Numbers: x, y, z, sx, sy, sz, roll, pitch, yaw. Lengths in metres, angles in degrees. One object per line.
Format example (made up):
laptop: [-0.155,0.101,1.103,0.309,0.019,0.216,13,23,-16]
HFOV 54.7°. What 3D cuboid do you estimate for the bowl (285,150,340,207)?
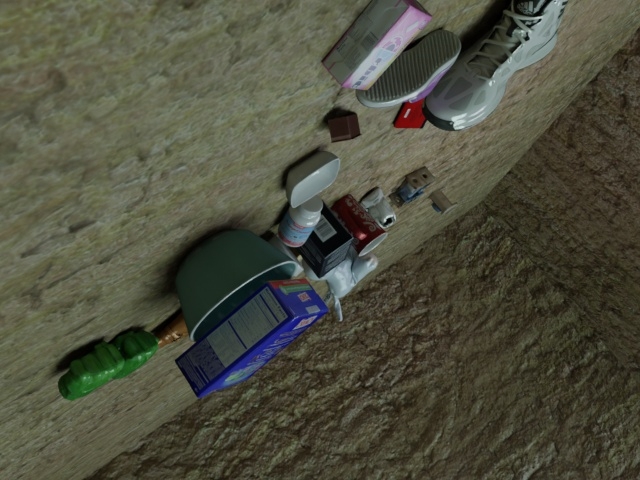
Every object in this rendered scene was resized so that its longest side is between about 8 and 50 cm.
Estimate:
bowl: [-0.026,-0.152,1.465,0.142,0.053,0.142,-35,167,-16]

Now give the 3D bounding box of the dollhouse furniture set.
dollhouse furniture set: [0.370,-0.147,2.251,0.129,0.184,0.129,-27,163,-41]

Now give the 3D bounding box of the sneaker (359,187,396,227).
sneaker: [0.208,-0.089,2.168,0.110,0.118,0.292,-41,168,2]

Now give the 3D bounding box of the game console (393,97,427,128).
game console: [0.259,-0.363,1.601,0.124,0.085,0.144,-2,156,-13]

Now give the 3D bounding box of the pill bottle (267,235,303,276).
pill bottle: [-0.186,0.114,1.717,0.264,0.153,0.153,-38,167,1]

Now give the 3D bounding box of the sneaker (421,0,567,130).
sneaker: [0.404,-0.462,1.419,0.447,0.169,0.257,-43,160,-15]

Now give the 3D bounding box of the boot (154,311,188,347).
boot: [-0.405,0.245,1.759,0.152,0.073,0.197,-29,162,-18]

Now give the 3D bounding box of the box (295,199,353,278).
box: [0.000,0.000,1.832,0.108,0.153,0.207,-35,168,-15]

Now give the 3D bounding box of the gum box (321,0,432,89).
gum box: [0.097,-0.350,1.097,0.188,0.062,0.107,-45,165,27]

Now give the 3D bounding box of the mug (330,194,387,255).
mug: [0.114,-0.058,1.900,0.113,0.169,0.150,-34,166,-15]

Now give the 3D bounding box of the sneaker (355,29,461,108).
sneaker: [0.174,-0.324,1.321,0.282,0.102,0.161,-32,169,-26]

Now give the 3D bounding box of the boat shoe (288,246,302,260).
boat shoe: [-0.098,0.062,1.974,0.170,0.063,0.059,-41,161,8]

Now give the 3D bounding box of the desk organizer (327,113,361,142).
desk organizer: [0.054,-0.247,1.357,0.047,0.050,0.130,-8,-168,15]

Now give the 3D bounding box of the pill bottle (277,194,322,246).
pill bottle: [-0.052,-0.057,1.641,0.087,0.087,0.160,-29,163,-35]

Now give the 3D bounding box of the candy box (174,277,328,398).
candy box: [-0.162,0.235,1.547,0.317,0.122,0.268,-39,166,12]

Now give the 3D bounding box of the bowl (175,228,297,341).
bowl: [-0.226,0.089,1.501,0.311,0.163,0.311,-37,166,-10]

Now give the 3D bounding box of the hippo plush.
hippo plush: [0.022,0.073,2.148,0.236,0.234,0.294,29,99,-43]

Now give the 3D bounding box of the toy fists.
toy fists: [-0.530,0.305,1.580,0.142,0.096,0.279,-34,172,28]
